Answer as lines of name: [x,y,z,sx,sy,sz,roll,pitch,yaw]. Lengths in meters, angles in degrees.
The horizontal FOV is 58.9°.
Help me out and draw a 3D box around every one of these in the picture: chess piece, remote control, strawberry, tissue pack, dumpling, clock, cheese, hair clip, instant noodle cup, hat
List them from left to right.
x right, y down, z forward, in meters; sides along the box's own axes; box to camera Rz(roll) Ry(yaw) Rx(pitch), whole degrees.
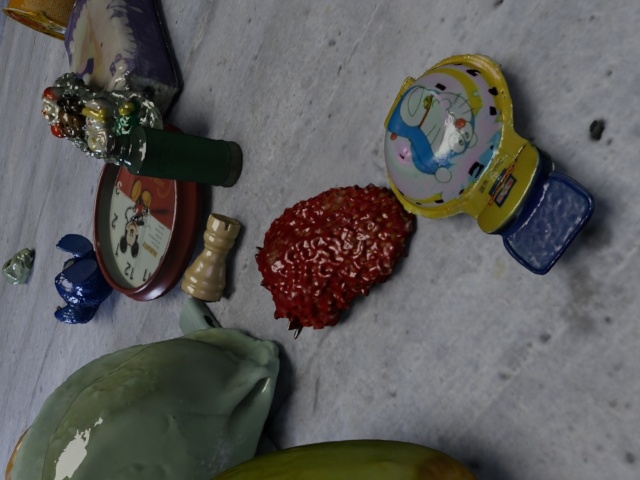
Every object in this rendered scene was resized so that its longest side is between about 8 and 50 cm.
hat: [-0.969,0.080,1.809,0.166,0.081,0.123,5,87,61]
instant noodle cup: [-0.632,-0.589,1.375,0.215,0.215,0.172,20,93,50]
hair clip: [-0.387,-0.200,0.954,0.321,0.091,0.139,22,116,38]
tissue pack: [-0.403,-0.355,1.123,0.242,0.125,0.344,-42,58,38]
clock: [-0.303,-0.052,1.006,0.318,0.080,0.319,-5,83,43]
dumpling: [-0.207,0.224,0.694,0.212,0.320,0.270,-51,55,46]
remote control: [-0.173,0.158,0.865,0.166,0.029,0.065,43,117,44]
chess piece: [-0.157,0.024,0.840,0.066,0.066,0.122,35,107,46]
strawberry: [-0.005,0.000,0.634,0.208,0.086,0.167,-49,50,33]
cheese: [0.129,-0.074,0.496,0.250,0.064,0.157,52,126,43]

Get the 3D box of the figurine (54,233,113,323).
figurine: [-0.504,0.102,1.217,0.262,0.120,0.164,132,137,-58]

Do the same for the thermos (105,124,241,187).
thermos: [-0.212,-0.126,0.817,0.073,0.187,0.083,-49,53,34]

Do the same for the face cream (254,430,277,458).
face cream: [-0.156,0.376,0.794,0.143,0.089,0.315,38,104,46]

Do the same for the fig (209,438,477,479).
fig: [0.004,0.294,0.471,0.326,0.258,0.258,-37,57,22]

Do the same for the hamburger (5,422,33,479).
hamburger: [-0.348,0.356,0.887,0.237,0.276,0.277,42,118,54]
